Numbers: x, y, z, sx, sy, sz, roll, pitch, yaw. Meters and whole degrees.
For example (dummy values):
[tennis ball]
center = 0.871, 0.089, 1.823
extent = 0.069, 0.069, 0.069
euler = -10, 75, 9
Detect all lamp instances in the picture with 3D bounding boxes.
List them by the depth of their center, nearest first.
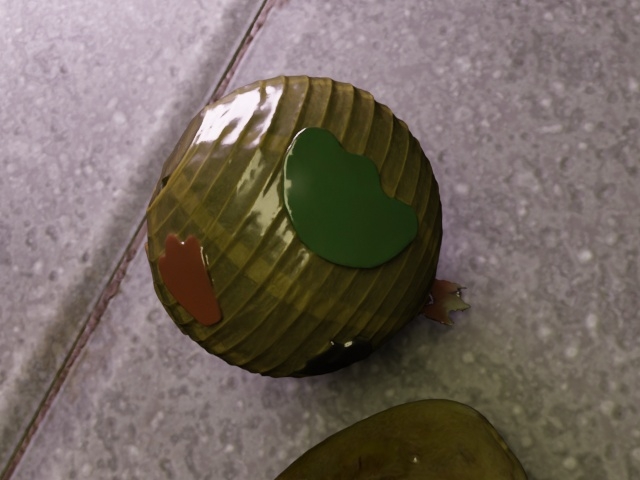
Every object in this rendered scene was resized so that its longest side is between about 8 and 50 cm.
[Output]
[lamp]
center = 0.000, 0.000, 0.851
extent = 0.284, 0.250, 0.250
euler = 28, 75, -17

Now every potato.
[potato]
center = 0.033, 0.255, 0.757
extent = 0.210, 0.173, 0.307
euler = 31, 79, 40
